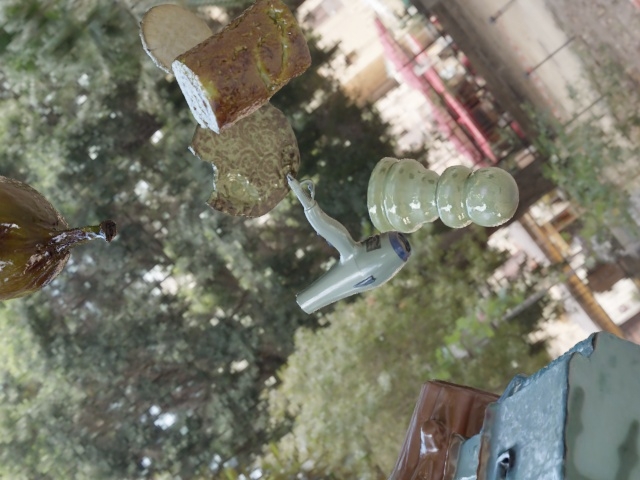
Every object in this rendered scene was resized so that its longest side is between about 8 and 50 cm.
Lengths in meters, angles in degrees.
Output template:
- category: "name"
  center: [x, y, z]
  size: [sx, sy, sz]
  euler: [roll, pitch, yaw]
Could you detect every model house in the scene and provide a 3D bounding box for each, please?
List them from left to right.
- category: "model house"
  center: [0.280, 0.297, 1.076]
  size: [0.252, 0.329, 0.295]
  euler: [24, -124, -17]

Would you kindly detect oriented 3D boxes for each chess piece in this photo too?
- category: "chess piece"
  center: [0.226, -0.080, 1.678]
  size: [0.144, 0.251, 0.144]
  euler: [-3, -87, -57]

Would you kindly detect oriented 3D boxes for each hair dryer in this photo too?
- category: "hair dryer"
  center: [-0.006, 0.016, 1.194]
  size: [0.199, 0.167, 0.067]
  euler: [30, -149, -23]

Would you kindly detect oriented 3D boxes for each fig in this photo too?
- category: "fig"
  center: [-0.411, 0.010, 1.287]
  size: [0.290, 0.190, 0.190]
  euler: [21, 170, 42]

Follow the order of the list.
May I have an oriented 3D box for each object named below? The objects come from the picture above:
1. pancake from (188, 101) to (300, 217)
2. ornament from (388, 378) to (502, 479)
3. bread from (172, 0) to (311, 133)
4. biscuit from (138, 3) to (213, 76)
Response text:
- category: "pancake"
  center: [-0.135, -0.154, 1.739]
  size: [0.029, 0.212, 0.235]
  euler: [21, 125, 59]
- category: "ornament"
  center: [0.192, 0.317, 1.314]
  size: [0.221, 0.217, 0.235]
  euler: [27, 166, -37]
- category: "bread"
  center: [-0.104, -0.237, 1.290]
  size: [0.103, 0.172, 0.132]
  euler: [35, 157, 42]
- category: "biscuit"
  center: [-0.239, -0.340, 1.619]
  size: [0.152, 0.020, 0.152]
  euler: [18, -122, -31]
